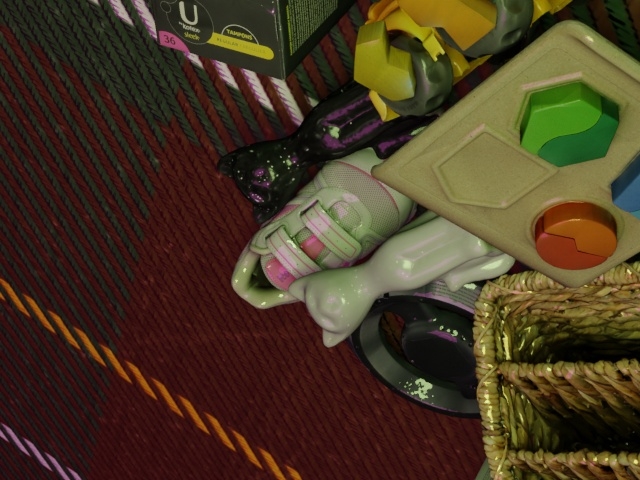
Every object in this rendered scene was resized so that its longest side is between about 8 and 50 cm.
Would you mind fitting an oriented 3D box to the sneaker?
[{"bbox_3d":[0.000,0.000,1.241,0.103,0.111,0.252,42,138,-5],"label":"sneaker"}]

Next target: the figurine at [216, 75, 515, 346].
[{"bbox_3d":[0.034,-0.027,1.125,0.209,0.092,0.215,-28,91,27],"label":"figurine"}]

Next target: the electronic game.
[{"bbox_3d":[0.126,0.104,1.298,0.229,0.048,0.229,18,142,14],"label":"electronic game"}]

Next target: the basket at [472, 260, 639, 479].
[{"bbox_3d":[0.277,0.157,1.060,0.299,0.214,0.223,-5,147,40],"label":"basket"}]

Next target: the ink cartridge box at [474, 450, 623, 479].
[{"bbox_3d":[0.241,0.286,1.305,0.208,0.153,0.087,-20,115,47],"label":"ink cartridge box"}]

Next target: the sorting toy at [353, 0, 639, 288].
[{"bbox_3d":[0.143,-0.066,0.914,0.307,0.041,0.229,28,141,-25],"label":"sorting toy"}]

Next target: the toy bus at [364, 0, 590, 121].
[{"bbox_3d":[0.086,-0.223,0.952,0.211,0.149,0.220,53,143,3],"label":"toy bus"}]

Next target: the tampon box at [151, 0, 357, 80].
[{"bbox_3d":[-0.043,-0.222,1.023,0.120,0.161,0.101,19,137,23],"label":"tampon box"}]
